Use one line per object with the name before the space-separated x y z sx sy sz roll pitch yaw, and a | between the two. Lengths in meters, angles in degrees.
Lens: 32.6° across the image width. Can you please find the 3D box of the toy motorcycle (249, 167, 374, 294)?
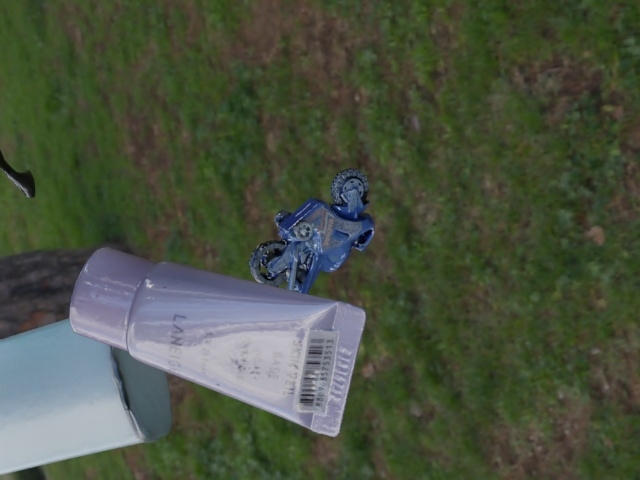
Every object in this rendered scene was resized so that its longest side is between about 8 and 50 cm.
toy motorcycle | 0.000 0.000 1.458 0.114 0.205 0.076 52 169 -26

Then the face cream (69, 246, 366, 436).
face cream | -0.098 0.088 1.045 0.096 0.274 0.154 -55 -21 -60

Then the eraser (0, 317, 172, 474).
eraser | -0.353 0.207 1.502 0.290 0.104 0.189 -17 88 28

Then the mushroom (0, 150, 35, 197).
mushroom | -0.409 -0.049 0.951 0.362 0.294 0.362 54 154 40
